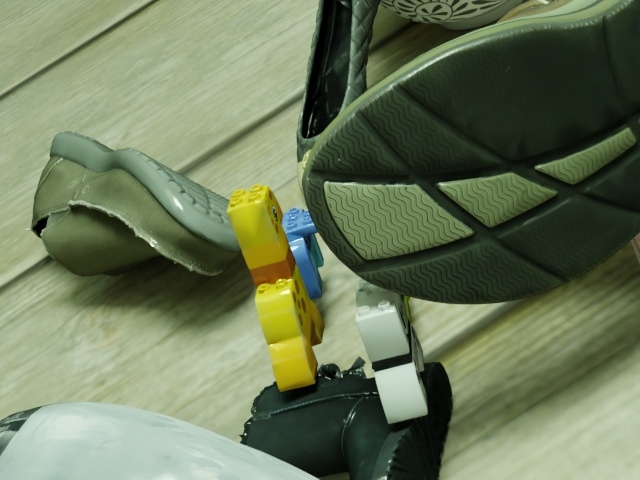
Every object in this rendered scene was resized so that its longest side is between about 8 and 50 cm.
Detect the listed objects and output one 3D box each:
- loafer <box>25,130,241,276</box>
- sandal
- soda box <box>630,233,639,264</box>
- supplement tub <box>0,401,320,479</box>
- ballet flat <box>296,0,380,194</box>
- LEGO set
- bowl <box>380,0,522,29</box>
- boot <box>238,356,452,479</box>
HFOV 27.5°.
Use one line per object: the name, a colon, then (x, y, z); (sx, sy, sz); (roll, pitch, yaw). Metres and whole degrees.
loafer: (-0.125, -0.009, 0.858); (0.251, 0.094, 0.087); (19, 81, 61)
sandal: (0.129, -0.070, 0.611); (0.303, 0.120, 0.086); (-31, 15, -12)
soda box: (0.194, -0.052, 0.672); (0.063, 0.058, 0.183); (-13, 37, 25)
supplement tub: (-0.097, 0.233, 0.386); (0.207, 0.207, 0.338); (-6, 41, 33)
ballet flat: (0.004, -0.111, 0.848); (0.057, 0.049, 0.173); (2, 81, 46)
LEGO set: (0.000, 0.000, 0.679); (0.087, 0.093, 0.227); (-16, 25, 9)
bowl: (0.102, -0.202, 0.926); (0.170, 0.080, 0.170); (-21, 33, 15)
boot: (0.006, 0.103, 0.628); (0.099, 0.045, 0.121); (-11, 31, 24)
